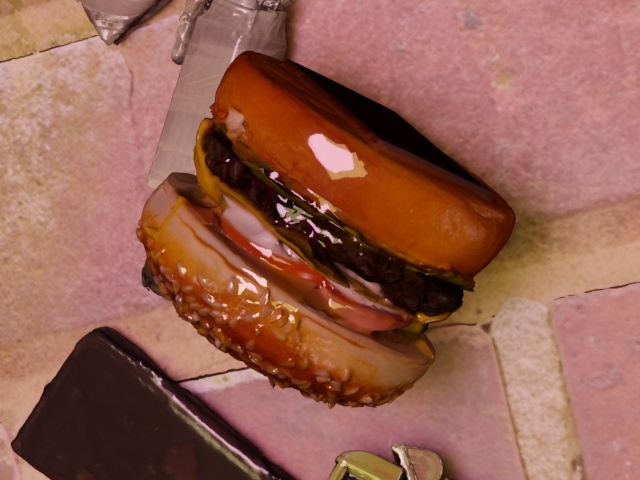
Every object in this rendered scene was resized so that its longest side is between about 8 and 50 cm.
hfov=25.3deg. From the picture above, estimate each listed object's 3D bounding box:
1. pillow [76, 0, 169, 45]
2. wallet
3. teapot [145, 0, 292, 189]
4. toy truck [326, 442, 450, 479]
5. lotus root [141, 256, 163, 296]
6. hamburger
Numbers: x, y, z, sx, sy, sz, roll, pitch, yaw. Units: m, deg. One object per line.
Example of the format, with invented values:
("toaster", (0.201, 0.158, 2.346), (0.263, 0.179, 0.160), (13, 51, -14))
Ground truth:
("pillow", (-0.199, -0.310, 1.298), (0.148, 0.050, 0.230), (-34, 83, 12))
("wallet", (-0.136, 0.226, 1.325), (0.309, 0.042, 0.165), (38, 106, 12))
("teapot", (-0.096, -0.137, 1.266), (0.107, 0.077, 0.200), (28, 104, 35))
("toy truck", (0.086, 0.241, 1.217), (0.191, 0.085, 0.116), (26, 79, 6))
("lotus root", (-0.126, 0.024, 1.301), (0.099, 0.049, 0.054), (-17, 91, 26))
("hamburger", (0.000, 0.000, 1.140), (0.291, 0.291, 0.225), (36, 100, 13))
